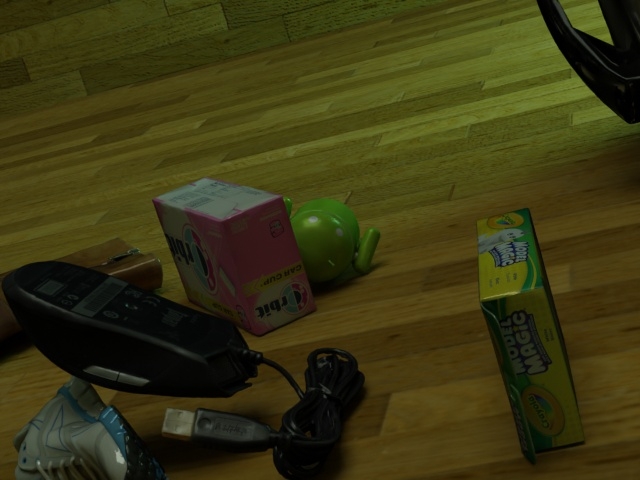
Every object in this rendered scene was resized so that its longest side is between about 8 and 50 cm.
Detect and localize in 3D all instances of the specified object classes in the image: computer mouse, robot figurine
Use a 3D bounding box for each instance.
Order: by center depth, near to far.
[{"bbox_3d":[-0.104,0.095,0.848,0.262,0.060,0.184,18,17,-1],"label":"computer mouse"},{"bbox_3d":[0.000,0.000,1.161,0.101,0.067,0.115,22,16,3],"label":"robot figurine"}]

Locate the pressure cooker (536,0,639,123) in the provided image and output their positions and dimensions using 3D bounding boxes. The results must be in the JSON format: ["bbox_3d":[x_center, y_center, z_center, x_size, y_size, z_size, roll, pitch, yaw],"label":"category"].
[{"bbox_3d":[0.404,-0.291,1.180,0.420,0.375,0.370,-15,19,5],"label":"pressure cooker"}]

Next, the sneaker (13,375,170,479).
[{"bbox_3d":[-0.161,0.152,0.857,0.083,0.071,0.191,-36,18,-18],"label":"sneaker"}]

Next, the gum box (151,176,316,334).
[{"bbox_3d":[-0.083,0.009,1.150,0.062,0.107,0.188,-23,17,-22],"label":"gum box"}]

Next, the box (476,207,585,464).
[{"bbox_3d":[0.129,0.055,0.791,0.043,0.105,0.179,-14,17,13],"label":"box"}]

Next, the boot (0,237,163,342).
[{"bbox_3d":[-0.334,0.042,1.317,0.280,0.096,0.264,-24,17,-26],"label":"boot"}]
